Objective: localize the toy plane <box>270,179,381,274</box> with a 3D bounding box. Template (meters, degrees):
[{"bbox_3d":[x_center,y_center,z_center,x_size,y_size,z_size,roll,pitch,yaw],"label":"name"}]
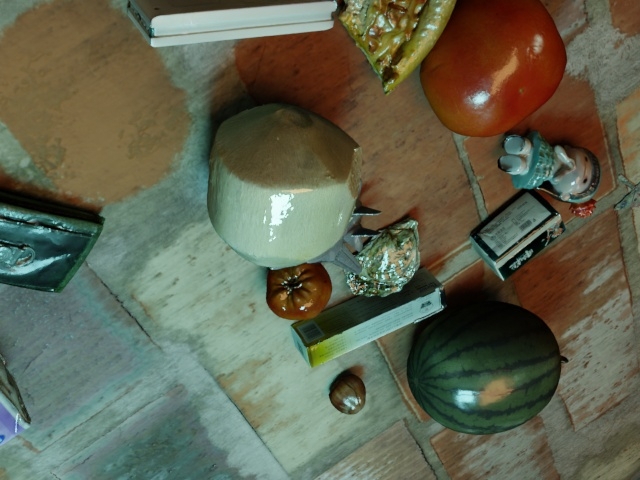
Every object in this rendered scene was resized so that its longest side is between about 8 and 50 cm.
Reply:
[{"bbox_3d":[-0.009,-0.003,1.616,0.267,0.088,0.212,-24,122,-39],"label":"toy plane"}]

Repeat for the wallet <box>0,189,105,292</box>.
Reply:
[{"bbox_3d":[-0.459,0.005,1.391,0.236,0.055,0.160,17,120,-41],"label":"wallet"}]

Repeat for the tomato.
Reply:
[{"bbox_3d":[0.292,-0.293,1.548,0.259,0.180,0.260,-15,130,-19],"label":"tomato"}]

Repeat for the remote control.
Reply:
[{"bbox_3d":[-0.124,-0.326,1.305,0.277,0.103,0.055,-13,131,-25],"label":"remote control"}]

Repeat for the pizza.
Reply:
[{"bbox_3d":[0.131,-0.396,1.431,0.182,0.074,0.365,4,123,-28],"label":"pizza"}]

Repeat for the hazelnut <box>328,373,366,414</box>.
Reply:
[{"bbox_3d":[0.060,0.331,1.964,0.086,0.086,0.086,-18,132,-21],"label":"hazelnut"}]

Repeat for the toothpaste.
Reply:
[{"bbox_3d":[0.098,0.150,1.840,0.313,0.089,0.071,-23,127,-15],"label":"toothpaste"}]

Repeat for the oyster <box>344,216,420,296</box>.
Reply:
[{"bbox_3d":[0.128,0.039,1.794,0.177,0.064,0.125,-28,121,4],"label":"oyster"}]

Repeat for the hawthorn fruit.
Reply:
[{"bbox_3d":[-0.040,0.084,1.686,0.125,0.140,0.125,1,108,4],"label":"hawthorn fruit"}]

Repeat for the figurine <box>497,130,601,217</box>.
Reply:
[{"bbox_3d":[0.454,-0.134,1.823,0.245,0.110,0.138,13,92,-33],"label":"figurine"}]

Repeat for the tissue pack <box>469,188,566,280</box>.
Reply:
[{"bbox_3d":[0.403,-0.014,1.894,0.170,0.103,0.090,-37,143,-1],"label":"tissue pack"}]

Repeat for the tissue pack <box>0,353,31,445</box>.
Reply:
[{"bbox_3d":[-0.647,0.258,1.393,0.338,0.160,0.242,-30,136,-11],"label":"tissue pack"}]

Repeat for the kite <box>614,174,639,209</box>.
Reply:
[{"bbox_3d":[0.708,-0.120,2.077,0.137,0.005,0.152,-46,135,4],"label":"kite"}]

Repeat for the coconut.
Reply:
[{"bbox_3d":[-0.054,-0.100,1.438,0.245,0.245,0.247,-7,135,-29],"label":"coconut"}]

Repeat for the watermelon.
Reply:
[{"bbox_3d":[0.361,0.268,1.972,0.359,0.279,0.279,-14,131,-25],"label":"watermelon"}]
